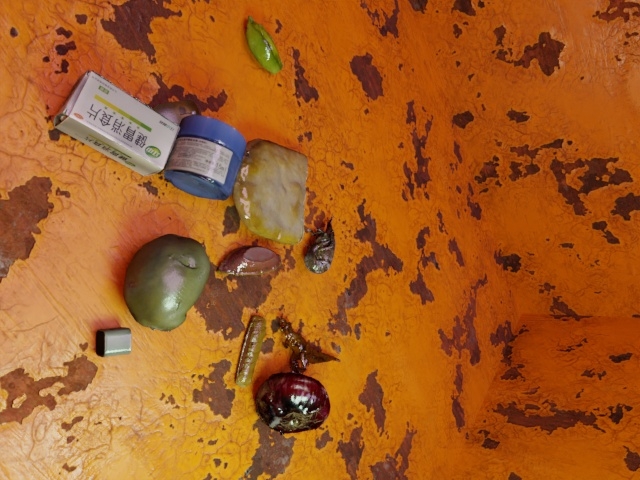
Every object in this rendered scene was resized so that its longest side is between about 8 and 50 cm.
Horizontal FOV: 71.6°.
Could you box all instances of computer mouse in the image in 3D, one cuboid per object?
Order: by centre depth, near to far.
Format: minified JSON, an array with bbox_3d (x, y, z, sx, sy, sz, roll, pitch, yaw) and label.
[{"bbox_3d":[-0.525,-0.458,1.634,0.199,0.044,0.102,-27,107,-43],"label":"computer mouse"}]

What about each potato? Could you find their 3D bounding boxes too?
[{"bbox_3d":[-0.509,0.127,1.462,0.243,0.220,0.327,42,62,-36],"label":"potato"}]

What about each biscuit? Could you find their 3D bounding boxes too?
[{"bbox_3d":[-0.209,-0.204,1.862,0.446,0.103,0.430,9,80,-54],"label":"biscuit"}]

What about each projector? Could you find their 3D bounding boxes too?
[{"bbox_3d":[-0.651,0.319,1.395,0.082,0.083,0.083,4,82,-45],"label":"projector"}]

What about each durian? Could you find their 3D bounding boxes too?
[{"bbox_3d":[-0.251,-0.840,1.915,0.250,0.101,0.139,53,17,-28],"label":"durian"}]

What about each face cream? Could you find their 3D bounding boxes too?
[{"bbox_3d":[-0.412,-0.285,1.581,0.249,0.249,0.225,29,69,-40],"label":"face cream"}]

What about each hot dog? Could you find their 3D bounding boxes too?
[{"bbox_3d":[-0.275,0.442,1.779,0.087,0.061,0.286,30,66,-51],"label":"hot dog"}]

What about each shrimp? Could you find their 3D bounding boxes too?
[{"bbox_3d":[0.005,0.004,2.066,0.116,0.145,0.343,94,10,-56],"label":"shrimp"}]

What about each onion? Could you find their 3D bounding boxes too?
[{"bbox_3d":[-0.111,0.641,1.773,0.314,0.313,0.232,50,25,-29],"label":"onion"}]

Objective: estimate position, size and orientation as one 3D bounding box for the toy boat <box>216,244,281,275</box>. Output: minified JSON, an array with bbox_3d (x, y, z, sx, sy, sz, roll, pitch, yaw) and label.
[{"bbox_3d":[-0.267,0.081,1.805,0.317,0.099,0.141,-8,64,-46],"label":"toy boat"}]

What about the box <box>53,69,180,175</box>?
[{"bbox_3d":[-0.649,-0.368,1.428,0.332,0.145,0.173,31,63,-40],"label":"box"}]

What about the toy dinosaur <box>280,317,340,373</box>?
[{"bbox_3d":[-0.074,0.516,1.951,0.432,0.097,0.208,50,44,-34],"label":"toy dinosaur"}]
